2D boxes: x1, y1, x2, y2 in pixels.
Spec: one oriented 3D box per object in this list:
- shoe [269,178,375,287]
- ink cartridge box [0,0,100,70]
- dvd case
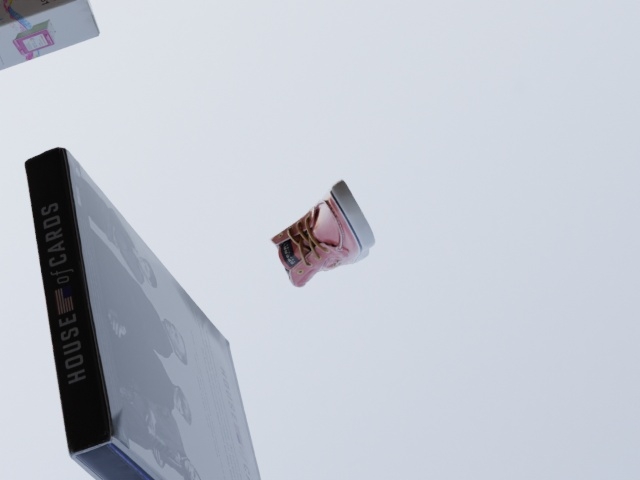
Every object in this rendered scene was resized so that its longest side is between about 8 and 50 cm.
[{"bbox_3d":[0.000,0.000,1.642,0.081,0.063,0.178,-27,169,-6],"label":"shoe"},{"bbox_3d":[-0.265,-0.203,1.576,0.122,0.052,0.088,-20,-131,-6],"label":"ink cartridge box"},{"bbox_3d":[-0.087,0.081,0.976,0.030,0.238,0.179,-21,-124,8],"label":"dvd case"}]
